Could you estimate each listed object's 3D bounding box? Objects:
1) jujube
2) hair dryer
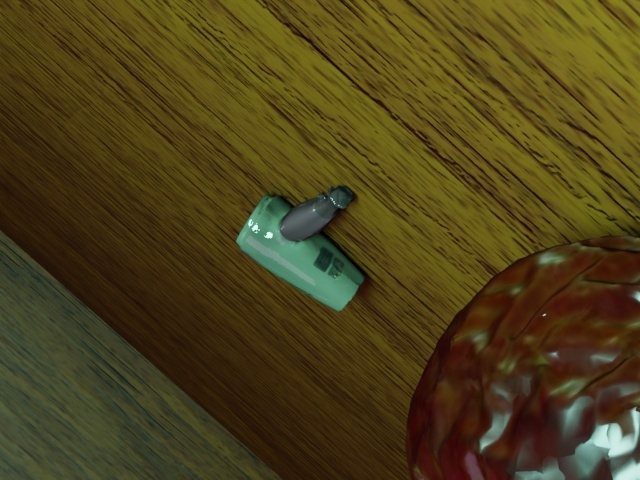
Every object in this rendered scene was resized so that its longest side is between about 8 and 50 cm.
[{"bbox_3d":[0.167,0.108,0.584,0.232,0.213,0.213,30,160,45],"label":"jujube"},{"bbox_3d":[-0.005,-0.005,0.906,0.106,0.054,0.154,36,158,2],"label":"hair dryer"}]
